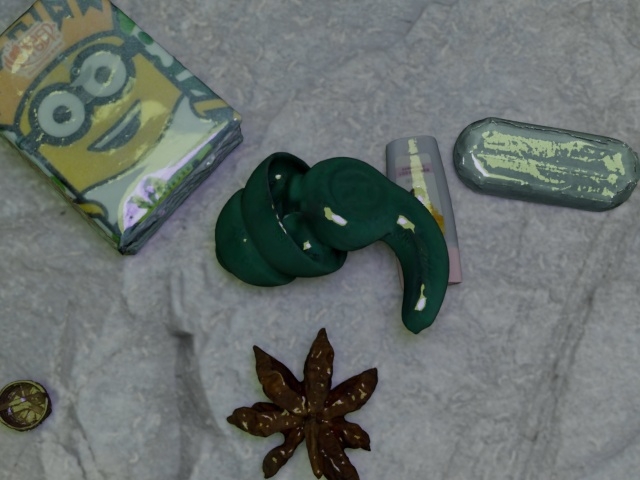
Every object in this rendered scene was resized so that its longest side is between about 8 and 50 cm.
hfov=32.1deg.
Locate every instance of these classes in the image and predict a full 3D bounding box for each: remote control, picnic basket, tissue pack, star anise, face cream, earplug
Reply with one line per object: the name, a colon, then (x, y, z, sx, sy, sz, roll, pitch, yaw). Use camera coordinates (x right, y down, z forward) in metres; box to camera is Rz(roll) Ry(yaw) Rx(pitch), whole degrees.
remote control: (0.299, -0.102, 1.473, 0.247, 0.052, 0.104, 8, 82, -2)
picnic basket: (-0.378, 0.208, 1.402, 0.072, 0.083, 0.072, 0, 80, -1)
tissue pack: (-0.284, -0.164, 1.441, 0.311, 0.128, 0.228, 42, 81, 6)
star anise: (-0.012, 0.214, 1.399, 0.212, 0.111, 0.196, 32, 75, 12)
face cream: (0.131, -0.035, 1.457, 0.084, 0.057, 0.198, -9, 80, 4)
earplug: (0.004, 0.001, 1.404, 0.280, 0.164, 0.257, -20, 115, 25)
